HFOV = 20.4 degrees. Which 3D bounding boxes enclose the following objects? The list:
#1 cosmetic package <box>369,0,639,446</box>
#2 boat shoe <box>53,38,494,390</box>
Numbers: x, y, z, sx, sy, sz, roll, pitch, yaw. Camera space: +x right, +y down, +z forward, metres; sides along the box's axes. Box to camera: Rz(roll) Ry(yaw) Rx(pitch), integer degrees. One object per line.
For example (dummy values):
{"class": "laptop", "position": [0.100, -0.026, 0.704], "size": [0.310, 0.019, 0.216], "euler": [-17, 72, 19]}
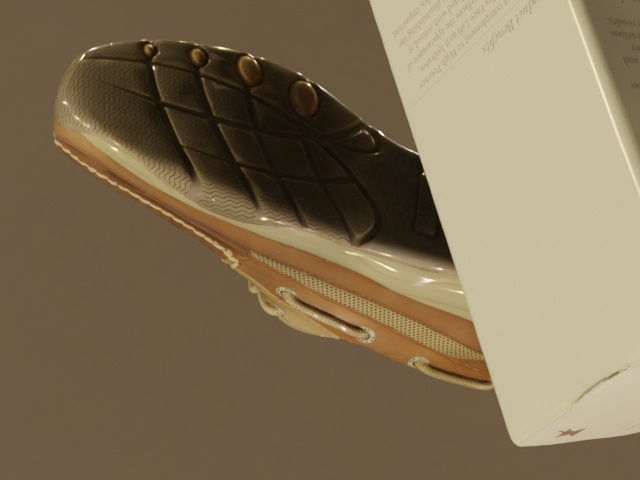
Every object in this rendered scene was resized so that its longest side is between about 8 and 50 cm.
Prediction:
{"class": "cosmetic package", "position": [0.104, -0.046, 0.712], "size": [0.085, 0.117, 0.231], "euler": [-1, -116, -34]}
{"class": "boat shoe", "position": [0.000, 0.000, 0.967], "size": [0.324, 0.116, 0.123], "euler": [25, -137, -6]}
